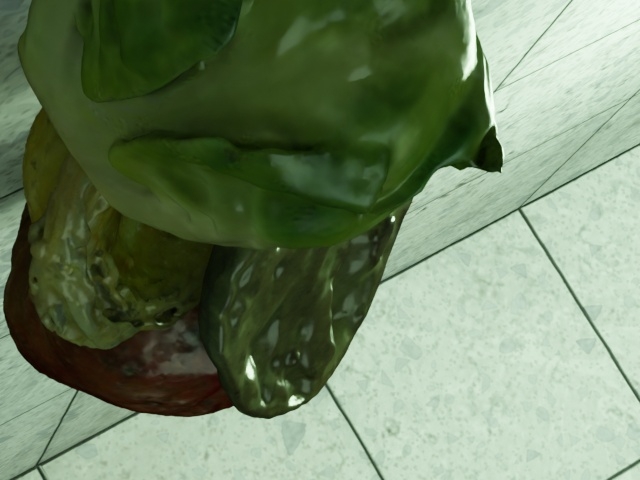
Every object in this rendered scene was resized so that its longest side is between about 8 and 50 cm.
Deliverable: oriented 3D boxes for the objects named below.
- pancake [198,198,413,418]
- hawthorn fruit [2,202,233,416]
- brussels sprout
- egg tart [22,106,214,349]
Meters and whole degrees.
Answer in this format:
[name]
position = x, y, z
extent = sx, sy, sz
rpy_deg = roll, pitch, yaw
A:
[pancake]
position = 0.000, 0.000, 1.428
extent = 0.294, 0.049, 0.294
rpy_deg = -46, 153, -32
[hawthorn fruit]
position = -0.135, 0.030, 1.557
extent = 0.258, 0.258, 0.262
rpy_deg = -32, 143, 2
[brussels sprout]
position = -0.030, -0.123, 1.067
extent = 0.294, 0.259, 0.227
rpy_deg = -27, -156, 16
[egg tart]
position = -0.120, -0.055, 1.331
extent = 0.288, 0.118, 0.288
rpy_deg = -47, 153, -32
